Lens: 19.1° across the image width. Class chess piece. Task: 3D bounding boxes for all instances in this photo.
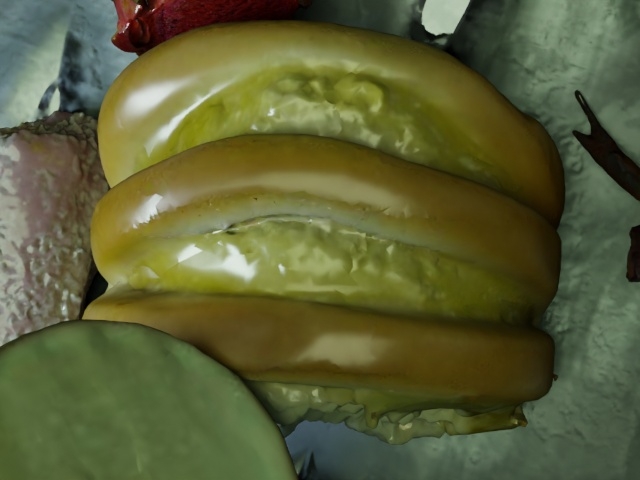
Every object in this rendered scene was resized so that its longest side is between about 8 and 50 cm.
[{"bbox_3d":[-0.224,0.231,1.171,0.442,0.234,0.234,-37,86,45],"label":"chess piece"}]

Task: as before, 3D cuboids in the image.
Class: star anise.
[{"bbox_3d":[0.218,-0.014,1.218,0.144,0.158,0.141,13,88,44],"label":"star anise"}]

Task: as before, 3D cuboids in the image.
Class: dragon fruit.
[{"bbox_3d":[-0.058,-0.201,1.232,0.150,0.133,0.208,31,89,12],"label":"dragon fruit"}]

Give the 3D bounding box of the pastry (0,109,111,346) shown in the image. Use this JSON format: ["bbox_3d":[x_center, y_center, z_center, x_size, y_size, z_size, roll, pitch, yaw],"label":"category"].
[{"bbox_3d":[-0.206,0.042,1.290,0.102,0.112,0.265,12,99,0],"label":"pastry"}]

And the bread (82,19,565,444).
[{"bbox_3d":[0.000,0.000,1.192,0.315,0.211,0.270,8,94,8],"label":"bread"}]
